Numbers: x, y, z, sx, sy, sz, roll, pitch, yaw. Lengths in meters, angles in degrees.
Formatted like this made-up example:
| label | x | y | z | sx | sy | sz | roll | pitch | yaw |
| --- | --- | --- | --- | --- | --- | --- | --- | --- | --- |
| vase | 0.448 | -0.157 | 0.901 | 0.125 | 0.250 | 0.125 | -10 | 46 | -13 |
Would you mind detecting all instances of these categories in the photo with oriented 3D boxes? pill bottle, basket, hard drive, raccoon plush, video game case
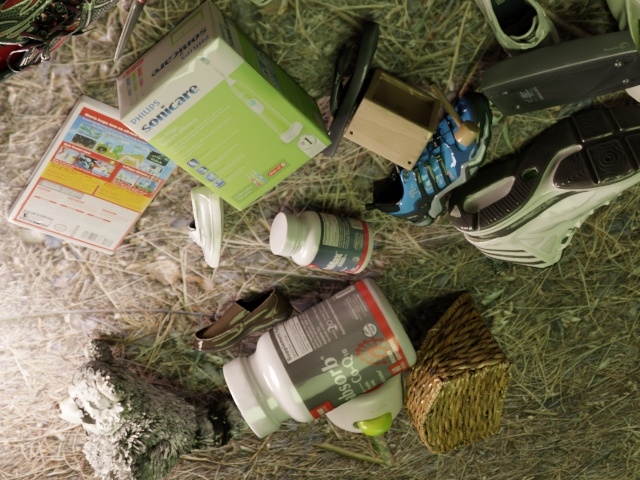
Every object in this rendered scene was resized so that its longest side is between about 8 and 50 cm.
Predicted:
| label | x | y | z | sx | sy | sz | roll | pitch | yaw |
| --- | --- | --- | --- | --- | --- | --- | --- | --- | --- |
| pill bottle | -0.003 | 0.248 | 1.824 | 0.363 | 0.210 | 0.210 | -29 | 136 | -1 |
| basket | 0.277 | 0.307 | 1.982 | 0.214 | 0.223 | 0.299 | -16 | 138 | -12 |
| hard drive | 0.413 | -0.281 | 1.491 | 0.255 | 0.054 | 0.172 | -11 | 165 | 25 |
| pill bottle | 0.000 | 0.000 | 1.684 | 0.180 | 0.108 | 0.108 | 9 | 130 | -25 |
| raccoon plush | -0.350 | 0.324 | 1.901 | 0.446 | 0.216 | 0.299 | -22 | 130 | -40 |
| video game case | -0.384 | -0.104 | 1.518 | 0.204 | 0.025 | 0.285 | 22 | 124 | -33 |

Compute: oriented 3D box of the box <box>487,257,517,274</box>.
| label | x | y | z | sx | sy | sz | roll | pitch | yaw |
| --- | --- | --- | --- | --- | --- | --- | --- | --- | --- |
| box | 0.408 | 0.034 | 1.913 | 0.083 | 0.018 | 0.067 | -27 | 135 | 9 |

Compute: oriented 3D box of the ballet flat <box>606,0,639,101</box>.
| label | x | y | z | sx | sy | sz | roll | pitch | yaw |
| --- | --- | --- | --- | --- | --- | --- | --- | --- | --- |
| ballet flat | 0.566 | -0.374 | 1.476 | 0.139 | 0.139 | 0.400 | -24 | 136 | 6 |

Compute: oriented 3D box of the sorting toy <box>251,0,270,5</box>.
| label | x | y | z | sx | sy | sz | roll | pitch | yaw |
| --- | --- | --- | --- | --- | --- | --- | --- | --- | --- |
| sorting toy | -0.087 | -0.387 | 1.328 | 0.083 | 0.044 | 0.075 | -28 | 154 | 11 |

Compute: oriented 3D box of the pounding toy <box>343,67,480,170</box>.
| label | x | y | z | sx | sy | sz | roll | pitch | yaw |
| --- | --- | --- | --- | --- | --- | --- | --- | --- | --- |
| pounding toy | 0.161 | -0.199 | 1.503 | 0.206 | 0.181 | 0.094 | 27 | 126 | -4 |

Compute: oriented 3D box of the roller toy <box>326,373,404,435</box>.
| label | x | y | z | sx | sy | sz | roll | pitch | yaw |
| --- | --- | --- | --- | --- | --- | --- | --- | --- | --- |
| roller toy | 0.087 | 0.317 | 1.970 | 0.209 | 0.191 | 0.146 | 18 | 144 | 25 |

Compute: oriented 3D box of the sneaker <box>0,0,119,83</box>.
| label | x | y | z | sx | sy | sz | roll | pitch | yaw |
| --- | --- | --- | --- | --- | --- | --- | --- | --- | --- |
| sneaker | -0.388 | -0.312 | 1.248 | 0.299 | 0.112 | 0.121 | -32 | 134 | 13 |

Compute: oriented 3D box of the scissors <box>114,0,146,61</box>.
| label | x | y | z | sx | sy | sz | roll | pitch | yaw |
| --- | --- | --- | --- | --- | --- | --- | --- | --- | --- |
| scissors | -0.258 | -0.366 | 1.263 | 0.297 | 0.021 | 0.109 | -47 | 174 | 30 |

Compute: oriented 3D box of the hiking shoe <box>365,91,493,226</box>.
| label | x | y | z | sx | sy | sz | roll | pitch | yaw |
| --- | --- | --- | --- | --- | --- | --- | --- | --- | --- |
| hiking shoe | 0.203 | -0.144 | 1.602 | 0.132 | 0.113 | 0.304 | 8 | 131 | -25 |

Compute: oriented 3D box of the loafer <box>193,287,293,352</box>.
| label | x | y | z | sx | sy | sz | roll | pitch | yaw |
| --- | --- | --- | --- | --- | --- | --- | --- | --- | --- |
| loafer | -0.170 | 0.158 | 1.822 | 0.220 | 0.080 | 0.078 | -26 | 113 | -6 |

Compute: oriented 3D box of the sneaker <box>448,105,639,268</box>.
| label | x | y | z | sx | sy | sz | roll | pitch | yaw |
| --- | --- | --- | --- | --- | --- | --- | --- | --- | --- |
| sneaker | 0.496 | -0.093 | 1.742 | 0.448 | 0.169 | 0.257 | -24 | 145 | 17 |

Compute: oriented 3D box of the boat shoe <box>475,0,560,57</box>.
| label | x | y | z | sx | sy | sz | roll | pitch | yaw |
| --- | --- | --- | --- | --- | --- | --- | --- | --- | --- |
| boat shoe | 0.327 | -0.355 | 1.452 | 0.095 | 0.084 | 0.258 | -41 | 132 | 22 |

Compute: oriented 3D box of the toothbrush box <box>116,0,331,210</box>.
| label | x | y | z | sx | sy | sz | roll | pitch | yaw |
| --- | --- | --- | --- | --- | --- | --- | --- | --- | --- |
| toothbrush box | -0.153 | -0.209 | 1.418 | 0.206 | 0.122 | 0.283 | -36 | 134 | 19 |

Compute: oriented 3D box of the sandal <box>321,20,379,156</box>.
| label | x | y | z | sx | sy | sz | roll | pitch | yaw |
| --- | --- | --- | --- | --- | --- | --- | --- | --- | --- |
| sandal | 0.037 | -0.249 | 1.467 | 0.055 | 0.097 | 0.254 | 22 | 128 | -1 |

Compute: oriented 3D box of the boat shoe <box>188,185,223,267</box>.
| label | x | y | z | sx | sy | sz | roll | pitch | yaw |
| --- | --- | --- | --- | --- | --- | --- | --- | --- | --- |
| boat shoe | -0.213 | -0.024 | 1.627 | 0.063 | 0.066 | 0.184 | 3 | 136 | -1 |
